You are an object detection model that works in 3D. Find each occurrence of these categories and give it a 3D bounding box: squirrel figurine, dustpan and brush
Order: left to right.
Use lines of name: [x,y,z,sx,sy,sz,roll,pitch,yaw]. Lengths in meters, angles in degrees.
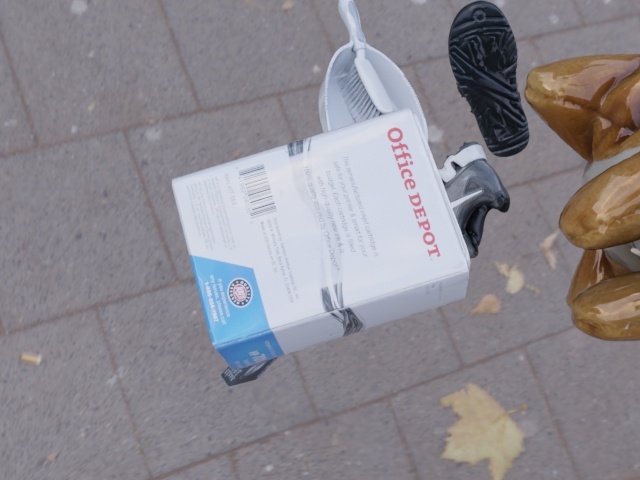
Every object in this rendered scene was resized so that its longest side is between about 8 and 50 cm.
dustpan and brush: [0.047,-0.201,1.184,0.147,0.060,0.211,-1,58,-36]
squirrel figurine: [0.410,-0.015,0.885,0.397,0.370,0.281,-9,110,-2]

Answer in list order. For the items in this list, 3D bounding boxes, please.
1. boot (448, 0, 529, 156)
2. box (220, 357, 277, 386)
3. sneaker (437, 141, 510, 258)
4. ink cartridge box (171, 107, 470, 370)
boot: [0.240,-0.268,1.501,0.094,0.207,0.246,-18,122,9]
box: [-0.073,0.138,1.205,0.083,0.067,0.018,-46,72,18]
sneaker: [0.133,-0.003,1.203,0.234,0.078,0.106,-45,66,15]
ink cartridge box: [0.000,0.000,0.758,0.191,0.082,0.139,-16,68,-2]
